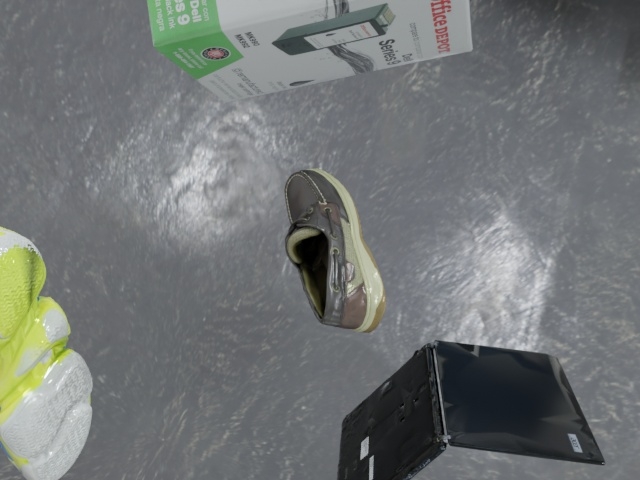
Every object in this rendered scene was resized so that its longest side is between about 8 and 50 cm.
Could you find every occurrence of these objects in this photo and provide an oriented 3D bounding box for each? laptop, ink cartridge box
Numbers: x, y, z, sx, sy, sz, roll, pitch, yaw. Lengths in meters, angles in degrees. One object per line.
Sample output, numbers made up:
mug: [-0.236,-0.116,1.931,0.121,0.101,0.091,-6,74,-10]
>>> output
laptop: [0.153,0.230,0.899,0.136,0.234,0.264,41,107,-9]
ink cartridge box: [0.000,-0.245,0.770,0.289,0.211,0.121,-10,83,11]

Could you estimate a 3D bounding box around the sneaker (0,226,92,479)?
sneaker: [-0.273,0.093,0.657,0.126,0.240,0.091,10,27,27]

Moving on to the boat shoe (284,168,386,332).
boat shoe: [0.000,0.000,0.563,0.049,0.056,0.152,7,39,-33]
